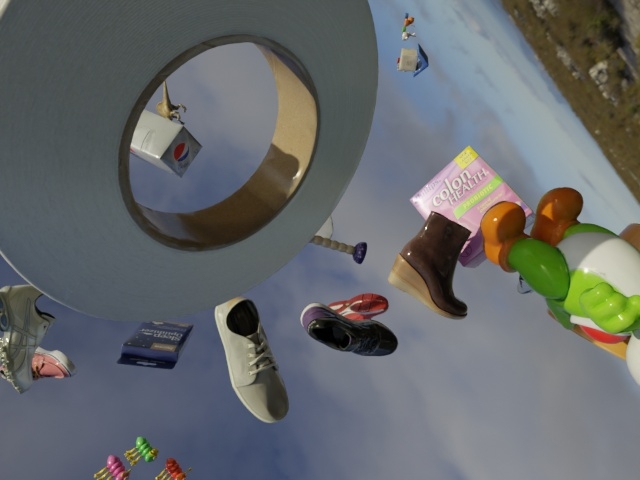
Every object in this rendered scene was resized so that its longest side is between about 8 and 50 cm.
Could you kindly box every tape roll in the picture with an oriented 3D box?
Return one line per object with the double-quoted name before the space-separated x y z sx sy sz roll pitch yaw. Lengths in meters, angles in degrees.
"tape roll" -0.101 -0.095 0.400 0.072 0.392 0.392 39 -157 31

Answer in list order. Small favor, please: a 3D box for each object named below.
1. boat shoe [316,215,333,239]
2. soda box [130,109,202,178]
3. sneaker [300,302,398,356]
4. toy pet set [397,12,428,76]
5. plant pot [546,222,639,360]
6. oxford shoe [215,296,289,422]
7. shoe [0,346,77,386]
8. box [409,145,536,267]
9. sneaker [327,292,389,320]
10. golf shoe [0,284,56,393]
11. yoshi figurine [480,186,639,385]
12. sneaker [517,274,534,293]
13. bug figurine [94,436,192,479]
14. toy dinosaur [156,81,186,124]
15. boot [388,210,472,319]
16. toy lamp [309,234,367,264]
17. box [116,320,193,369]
"boat shoe" -0.024 -0.106 1.413 0.084 0.095 0.258 50 -163 -73
"soda box" -0.430 -0.253 1.003 0.286 0.098 0.091 26 168 22
"sneaker" 0.085 0.262 1.099 0.283 0.107 0.124 19 -171 -15
"toy pet set" 0.224 -0.453 0.996 0.065 0.122 0.114 6 -130 3
"plant pot" 0.502 0.083 0.654 0.205 0.188 0.205 23 -169 -5
"oxford shoe" -0.222 0.389 1.394 0.169 0.130 0.450 -17 -99 -42
"shoe" -0.593 0.273 0.879 0.081 0.178 0.064 -44 -51 -49
"box" 0.407 -0.086 1.128 0.117 0.213 0.243 9 -137 -55
"sneaker" 0.132 0.249 1.356 0.128 0.221 0.087 62 -146 -26
"golf shoe" -0.462 0.154 0.663 0.086 0.069 0.176 -14 -69 -42
"yoshi figurine" 0.355 0.044 0.464 0.203 0.204 0.362 26 -160 -36
"sneaker" 0.408 0.074 0.830 0.109 0.043 0.040 87 177 -57
"bug figurine" -0.530 0.706 1.260 0.216 0.072 0.279 41 -165 14
"toy dinosaur" -0.485 -0.422 1.348 0.092 0.183 0.053 21 -137 2
"boot" 0.308 0.067 1.015 0.248 0.207 0.090 29 -167 -16
"toy lamp" 0.000 0.000 1.243 0.274 0.080 0.080 14 -138 -10
"box" -0.422 0.264 1.094 0.136 0.037 0.225 9 -170 -7
